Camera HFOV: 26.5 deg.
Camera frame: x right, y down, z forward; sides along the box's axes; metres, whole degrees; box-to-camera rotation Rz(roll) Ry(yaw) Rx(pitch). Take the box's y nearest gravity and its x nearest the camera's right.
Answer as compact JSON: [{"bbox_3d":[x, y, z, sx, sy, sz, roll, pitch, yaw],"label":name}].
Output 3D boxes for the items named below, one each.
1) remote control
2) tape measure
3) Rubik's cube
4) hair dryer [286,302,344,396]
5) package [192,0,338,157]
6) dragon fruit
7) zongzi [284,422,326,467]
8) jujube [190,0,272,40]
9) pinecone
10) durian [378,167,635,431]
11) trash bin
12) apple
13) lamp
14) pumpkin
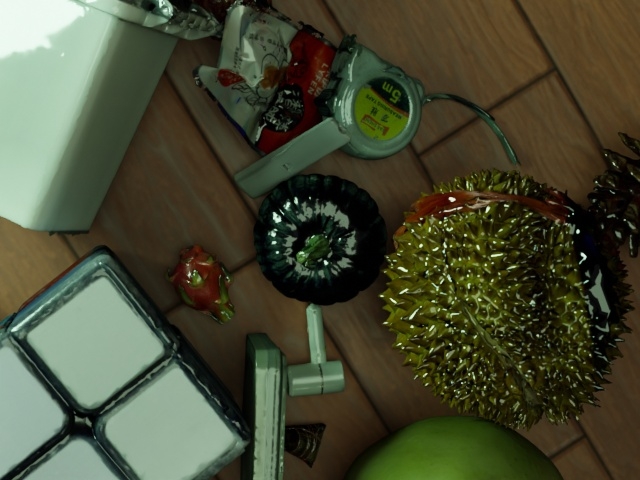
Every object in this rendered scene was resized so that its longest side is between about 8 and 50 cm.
[{"bbox_3d":[-0.041,-0.113,1.917,0.184,0.027,0.050,-30,127,26],"label":"remote control"},{"bbox_3d":[0.139,-0.159,1.986,0.330,0.084,0.164,30,88,-27],"label":"tape measure"},{"bbox_3d":[-0.310,0.220,1.793,0.313,0.318,0.316,-39,96,-6],"label":"Rubik's cube"},{"bbox_3d":[-0.012,0.156,1.976,0.082,0.047,0.137,-4,87,-8],"label":"hair dryer"},{"bbox_3d":[-0.070,-0.223,1.883,0.071,0.269,0.194,39,96,33],"label":"package"},{"bbox_3d":[-0.163,0.065,1.930,0.081,0.086,0.116,-39,112,-19],"label":"dragon fruit"},{"bbox_3d":[-0.044,0.286,1.976,0.083,0.073,0.067,22,88,-48],"label":"zongzi"},{"bbox_3d":[-0.142,-0.390,1.884,0.168,0.168,0.236,-18,105,-8],"label":"jujube"},{"bbox_3d":[0.481,-0.067,1.971,0.208,0.208,0.208,0,92,-9],"label":"pinecone"},{"bbox_3d":[0.253,0.068,1.864,0.347,0.384,0.347,1,130,2],"label":"durian"},{"bbox_3d":[-0.331,-0.199,1.792,0.296,0.256,0.368,22,96,14],"label":"trash bin"},{"bbox_3d":[0.180,0.405,1.858,0.357,0.357,0.357,0,92,-9],"label":"apple"},{"bbox_3d":[-0.084,0.269,1.854,0.047,0.266,0.269,2,92,-8],"label":"lamp"},{"bbox_3d":[0.001,-0.003,1.924,0.194,0.150,0.194,-3,96,-26],"label":"pumpkin"}]
